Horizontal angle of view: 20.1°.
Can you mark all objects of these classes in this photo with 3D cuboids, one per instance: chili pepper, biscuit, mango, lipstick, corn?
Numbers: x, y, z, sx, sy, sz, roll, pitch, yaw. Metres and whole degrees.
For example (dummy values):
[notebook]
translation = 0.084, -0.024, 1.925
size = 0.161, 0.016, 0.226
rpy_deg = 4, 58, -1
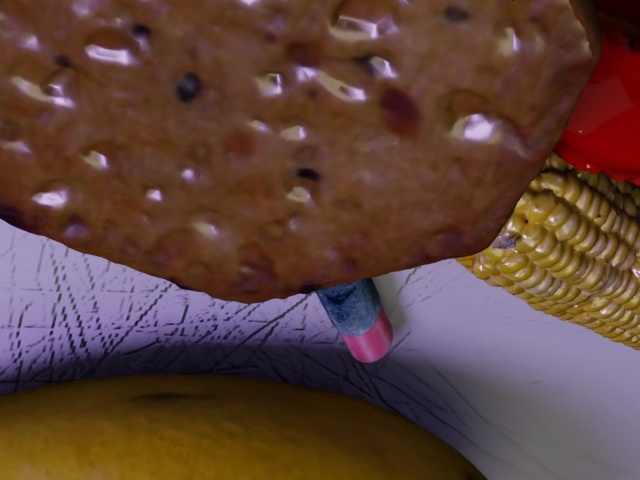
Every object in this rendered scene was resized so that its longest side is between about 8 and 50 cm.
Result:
[chili pepper]
translation = 0.144, -0.089, 0.902
size = 0.387, 0.110, 0.110
rpy_deg = 20, 130, -28
[biscuit]
translation = -0.055, -0.100, 0.809
size = 0.359, 0.046, 0.359
rpy_deg = 7, 136, 7
[mango]
translation = -0.081, 0.204, 1.102
size = 0.445, 0.220, 0.301
rpy_deg = 14, 140, -14
[lipstick]
translation = 0.000, 0.000, 1.003
size = 0.053, 0.053, 0.234
rpy_deg = -18, 140, 7
[corn]
translation = 0.184, 0.012, 1.031
size = 0.291, 0.101, 0.101
rpy_deg = 20, 130, -36
